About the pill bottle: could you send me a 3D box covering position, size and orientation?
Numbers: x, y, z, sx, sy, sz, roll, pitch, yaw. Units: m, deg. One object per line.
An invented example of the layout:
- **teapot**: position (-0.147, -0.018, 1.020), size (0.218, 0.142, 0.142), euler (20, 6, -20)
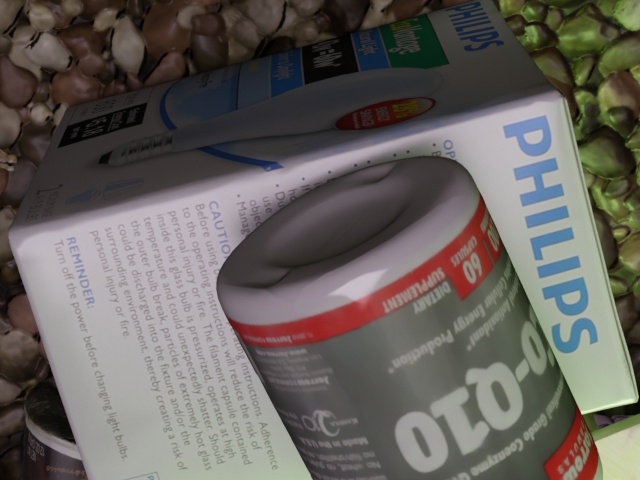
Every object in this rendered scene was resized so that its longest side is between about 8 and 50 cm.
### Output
- **pill bottle**: position (0.069, 0.108, 1.032), size (0.161, 0.161, 0.283), euler (-25, 110, 6)

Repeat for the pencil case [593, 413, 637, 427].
- **pencil case**: position (0.338, 0.168, 1.461), size (0.206, 0.086, 0.088), euler (-14, 111, 3)

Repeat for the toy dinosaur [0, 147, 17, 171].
- **toy dinosaur**: position (-0.322, -0.039, 1.418), size (0.183, 0.053, 0.092), euler (-2, 89, 12)

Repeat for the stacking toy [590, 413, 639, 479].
- **stacking toy**: position (0.144, 0.274, 1.386), size (0.280, 0.130, 0.309), euler (-3, 106, 3)

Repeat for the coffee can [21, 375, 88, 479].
- **coffee can**: position (-0.147, 0.262, 1.420), size (0.202, 0.201, 0.275), euler (5, 105, -3)

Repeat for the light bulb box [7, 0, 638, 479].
- **light bulb box**: position (0.000, 0.000, 1.267), size (0.361, 0.358, 0.225), euler (-15, 108, 2)
